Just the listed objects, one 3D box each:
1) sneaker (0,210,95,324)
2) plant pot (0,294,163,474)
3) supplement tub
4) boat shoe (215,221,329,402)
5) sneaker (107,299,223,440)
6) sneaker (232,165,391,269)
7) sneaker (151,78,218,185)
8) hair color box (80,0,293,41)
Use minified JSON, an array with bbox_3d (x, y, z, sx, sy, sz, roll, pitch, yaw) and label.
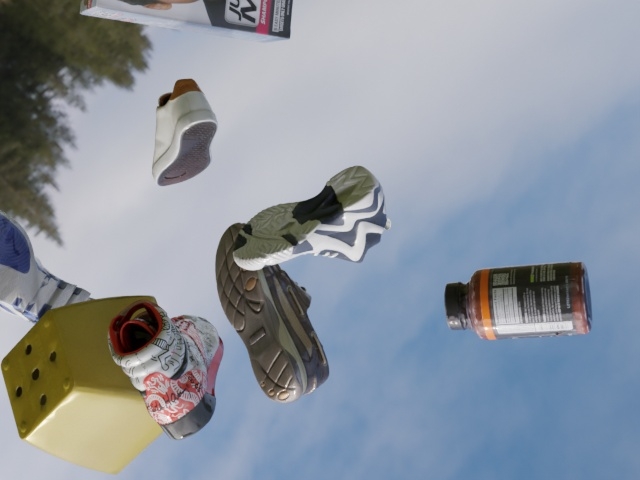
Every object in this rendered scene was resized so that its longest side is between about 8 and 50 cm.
[{"bbox_3d":[-0.555,0.068,1.674,0.182,0.315,0.127,8,-124,43],"label":"sneaker"},{"bbox_3d":[-0.356,0.212,1.426,0.212,0.187,0.212,-44,-125,24],"label":"plant pot"},{"bbox_3d":[0.279,0.087,1.329,0.198,0.106,0.106,-5,-146,20],"label":"supplement tub"},{"bbox_3d":[-0.090,0.132,1.767,0.130,0.355,0.132,-5,159,-45],"label":"boat shoe"},{"bbox_3d":[-0.195,0.122,1.192,0.090,0.145,0.270,-27,-157,5],"label":"sneaker"},{"bbox_3d":[0.000,0.000,1.377,0.235,0.153,0.094,-34,-131,2],"label":"sneaker"},{"bbox_3d":[-0.261,-0.204,1.765,0.106,0.123,0.290,-12,162,-27],"label":"sneaker"},{"bbox_3d":[-0.235,-0.481,1.711,0.114,0.375,0.185,14,-80,61],"label":"hair color box"}]
